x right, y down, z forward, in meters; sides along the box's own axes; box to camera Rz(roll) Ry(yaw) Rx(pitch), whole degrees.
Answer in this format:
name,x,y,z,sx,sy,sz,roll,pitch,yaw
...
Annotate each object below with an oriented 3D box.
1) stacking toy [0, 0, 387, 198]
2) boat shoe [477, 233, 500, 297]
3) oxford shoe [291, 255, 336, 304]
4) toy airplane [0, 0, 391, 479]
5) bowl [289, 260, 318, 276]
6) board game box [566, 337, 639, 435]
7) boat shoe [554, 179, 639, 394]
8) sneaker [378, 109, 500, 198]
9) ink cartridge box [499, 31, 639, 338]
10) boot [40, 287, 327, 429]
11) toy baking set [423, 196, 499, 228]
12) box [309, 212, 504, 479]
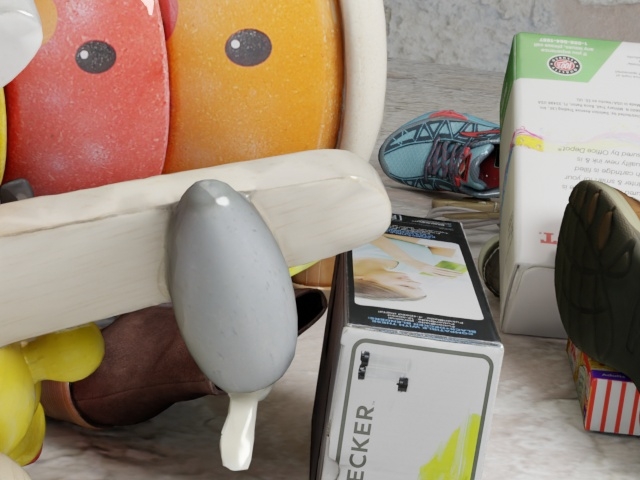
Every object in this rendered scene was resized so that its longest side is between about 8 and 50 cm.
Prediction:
name,x,y,z,sx,sy,sz,roll,pitch,yaw
stacking toy,-0.226,-0.124,1.019,0.479,0.351,0.350,-17,23,-27
boat shoe,0.269,0.030,1.464,0.227,0.081,0.069,-3,18,-4
oxford shoe,0.000,0.000,1.480,0.076,0.076,0.212,3,13,-3
toy airplane,-0.201,0.050,0.770,0.386,0.272,0.384,-29,-21,33
bowl,-0.125,-0.067,1.376,0.289,0.156,0.289,-9,21,3
board game box,0.278,0.108,1.217,0.146,0.045,0.193,7,14,3
boat shoe,0.271,0.051,1.135,0.119,0.123,0.324,7,22,-15
sneaker,0.186,-0.104,1.855,0.261,0.104,0.125,3,9,22
ink cartridge box,0.269,-0.047,1.397,0.201,0.117,0.278,5,54,0
boot,-0.069,0.061,1.072,0.207,0.090,0.248,-11,15,40
toy baking set,0.222,-0.026,1.767,0.196,0.030,0.256,1,7,8
box,0.044,0.094,0.939,0.087,0.169,0.290,8,13,-1
